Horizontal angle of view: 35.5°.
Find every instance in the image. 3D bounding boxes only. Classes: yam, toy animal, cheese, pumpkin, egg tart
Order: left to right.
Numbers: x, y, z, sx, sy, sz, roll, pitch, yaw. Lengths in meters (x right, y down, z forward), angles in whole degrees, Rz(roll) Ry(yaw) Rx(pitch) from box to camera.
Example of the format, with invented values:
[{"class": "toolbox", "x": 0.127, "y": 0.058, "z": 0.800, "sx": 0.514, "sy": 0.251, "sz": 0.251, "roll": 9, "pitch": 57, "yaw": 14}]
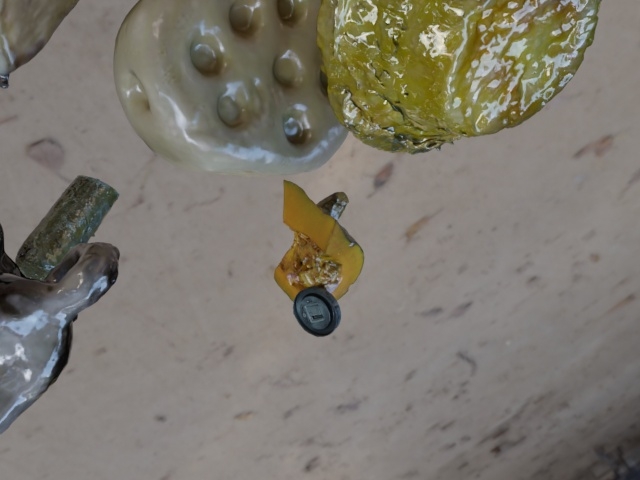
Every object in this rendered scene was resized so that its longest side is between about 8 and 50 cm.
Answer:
[{"class": "toy animal", "x": -0.396, "y": 0.087, "z": 1.197, "sx": 0.302, "sy": 0.344, "sz": 0.194, "roll": -41, "pitch": 118, "yaw": -18}, {"class": "yam", "x": -0.357, "y": -0.019, "z": 1.418, "sx": 0.179, "sy": 0.078, "sz": 0.078, "roll": -59, "pitch": 168, "yaw": -31}, {"class": "cheese", "x": -0.071, "y": -0.158, "z": 0.900, "sx": 0.235, "sy": 0.117, "sz": 0.218, "roll": 30, "pitch": 76, "yaw": -39}, {"class": "pumpkin", "x": 0.003, "y": -0.005, "z": 1.742, "sx": 0.126, "sy": 0.131, "sz": 0.248, "roll": -26, "pitch": 146, "yaw": -34}, {"class": "egg tart", "x": 0.130, "y": -0.181, "z": 0.812, "sx": 0.294, "sy": 0.123, "sz": 0.294, "roll": -25, "pitch": 139, "yaw": -24}]

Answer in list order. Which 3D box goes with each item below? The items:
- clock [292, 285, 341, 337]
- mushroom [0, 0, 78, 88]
[{"class": "clock", "x": -0.005, "y": 0.112, "z": 1.591, "sx": 0.017, "sy": 0.085, "sz": 0.085, "roll": -33, "pitch": 163, "yaw": -50}, {"class": "mushroom", "x": -0.429, "y": -0.446, "z": 1.212, "sx": 0.314, "sy": 0.224, "sz": 0.397, "roll": -57, "pitch": 153, "yaw": -29}]
